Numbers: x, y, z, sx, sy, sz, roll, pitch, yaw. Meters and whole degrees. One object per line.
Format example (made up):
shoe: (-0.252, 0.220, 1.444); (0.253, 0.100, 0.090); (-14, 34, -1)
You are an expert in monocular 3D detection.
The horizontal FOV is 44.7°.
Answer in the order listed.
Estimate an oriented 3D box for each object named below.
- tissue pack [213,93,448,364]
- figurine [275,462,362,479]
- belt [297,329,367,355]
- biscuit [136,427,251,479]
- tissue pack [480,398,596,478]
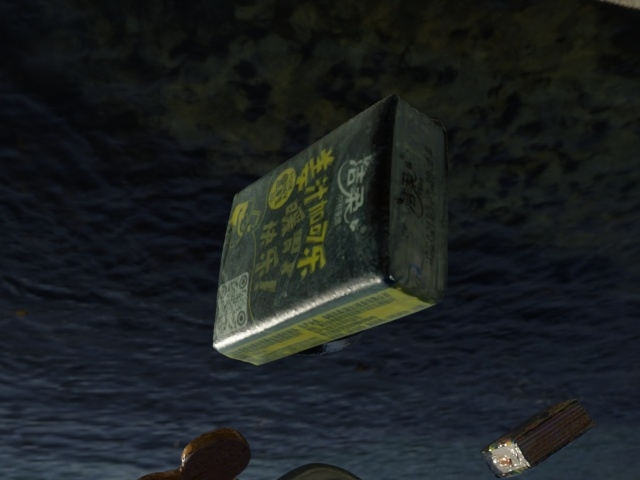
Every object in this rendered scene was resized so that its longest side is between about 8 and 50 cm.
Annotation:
tissue pack: (0.000, 0.000, 0.734); (0.081, 0.185, 0.257); (24, 147, -33)
figurine: (-0.055, 0.580, 1.388); (0.205, 0.381, 0.224); (22, 164, 14)
belt: (-0.002, 0.076, 1.069); (0.199, 0.151, 0.078); (-15, 161, -23)
biscuit: (-0.174, 0.328, 0.998); (0.166, 0.036, 0.250); (16, 117, -37)
tissue pack: (0.339, 0.310, 1.221); (0.148, 0.060, 0.108); (-23, 164, -26)
